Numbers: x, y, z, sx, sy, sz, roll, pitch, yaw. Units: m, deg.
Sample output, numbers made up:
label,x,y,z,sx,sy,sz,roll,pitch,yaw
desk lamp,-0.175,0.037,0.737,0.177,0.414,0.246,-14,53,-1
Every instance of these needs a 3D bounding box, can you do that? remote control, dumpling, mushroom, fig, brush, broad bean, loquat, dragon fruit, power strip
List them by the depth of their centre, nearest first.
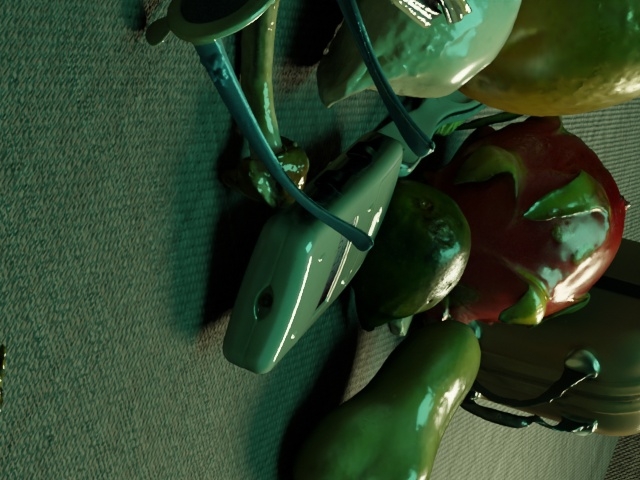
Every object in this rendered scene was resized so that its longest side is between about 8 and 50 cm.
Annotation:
label,x,y,z,sx,sy,sz,roll,pitch,yaw
mushroom,-0.043,-0.109,1.480,0.061,0.060,0.187,-33,128,-44
dumpling,0.076,-0.183,1.629,0.126,0.166,0.216,34,83,-28
remote control,0.000,0.000,1.650,0.140,0.056,0.296,-69,171,24
loquat,0.221,-0.235,1.809,0.276,0.283,0.276,9,90,-75
fig,0.069,0.030,1.853,0.117,0.117,0.177,-47,165,-56
broad bean,0.075,0.182,1.908,0.263,0.121,0.189,-44,167,-40
brush,0.110,-0.120,1.944,0.297,0.068,0.060,-44,167,-52
dragon fruit,0.192,-0.015,2.022,0.227,0.224,0.224,-25,134,-32
power strip,0.093,0.058,2.085,0.040,0.016,0.090,73,36,-60

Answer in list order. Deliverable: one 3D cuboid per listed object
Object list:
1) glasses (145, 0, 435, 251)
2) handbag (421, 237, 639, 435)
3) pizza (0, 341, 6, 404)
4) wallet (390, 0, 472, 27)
label,x,y,z,sx,sy,sz,roll,pitch,yaw
glasses,0.009,-0.123,1.362,0.220,0.088,0.190,49,41,-13
handbag,0.249,0.104,2.154,0.283,0.301,0.149,-49,148,-43
pizza,-0.229,0.145,1.097,0.193,0.053,0.201,33,73,-72
wallet,0.039,-0.267,1.390,0.170,0.069,0.231,42,28,-67
